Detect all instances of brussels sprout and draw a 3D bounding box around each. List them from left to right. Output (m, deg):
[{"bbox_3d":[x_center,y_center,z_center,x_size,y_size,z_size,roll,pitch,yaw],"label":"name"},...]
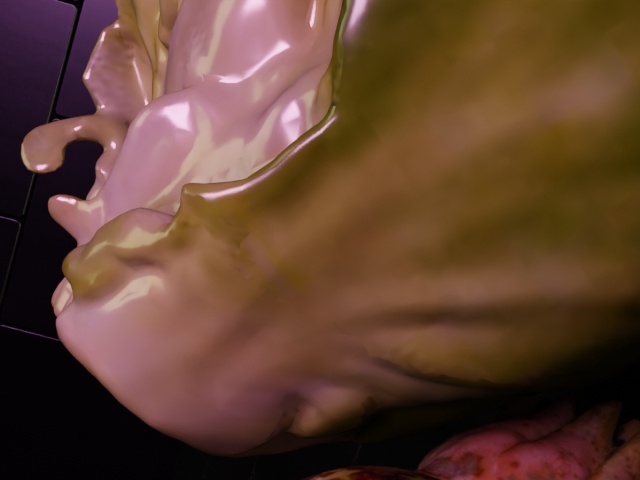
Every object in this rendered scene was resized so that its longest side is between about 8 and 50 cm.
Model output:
[{"bbox_3d":[0.051,-0.068,0.473,0.371,0.314,0.276,-56,24,11],"label":"brussels sprout"}]

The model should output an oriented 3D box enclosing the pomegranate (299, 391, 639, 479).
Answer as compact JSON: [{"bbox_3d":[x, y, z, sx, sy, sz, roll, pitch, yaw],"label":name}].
[{"bbox_3d":[0.035,0.168,0.465,0.222,0.204,0.277,120,163,-61],"label":"pomegranate"}]
